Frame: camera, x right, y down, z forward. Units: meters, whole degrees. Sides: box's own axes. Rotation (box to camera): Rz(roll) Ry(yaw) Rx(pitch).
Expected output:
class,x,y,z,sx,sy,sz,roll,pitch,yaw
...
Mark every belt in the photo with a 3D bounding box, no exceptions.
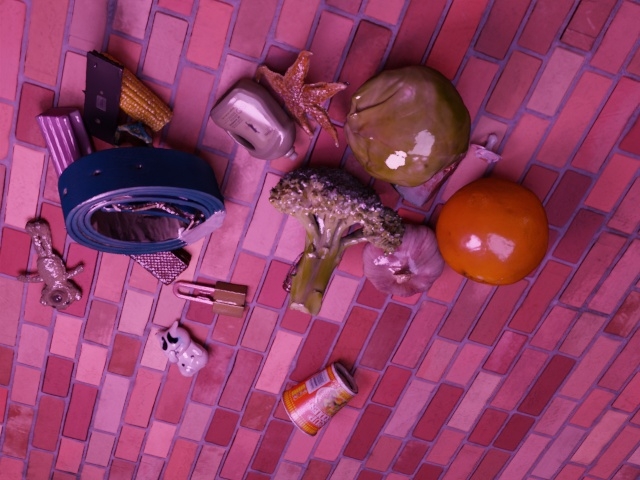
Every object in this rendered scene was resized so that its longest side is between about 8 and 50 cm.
class,x,y,z,sx,sy,sz,roll,pitch,yaw
belt,-0.470,-0.102,1.790,0.437,0.173,0.300,4,142,-34

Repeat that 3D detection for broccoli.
class,x,y,z,sx,sy,sz,roll,pitch,yaw
broccoli,-0.021,-0.026,1.851,0.397,0.275,0.353,-45,66,13

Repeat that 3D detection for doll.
class,x,y,z,sx,sy,sz,roll,pitch,yaw
doll,-0.821,0.081,2.053,0.203,0.091,0.285,12,110,-19
doll,-0.449,0.360,2.185,0.110,0.107,0.180,-36,114,11

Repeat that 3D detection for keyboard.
class,x,y,z,sx,sy,sz,roll,pitch,yaw
keyboard,-0.565,-0.364,1.728,0.106,0.027,0.317,27,146,-6

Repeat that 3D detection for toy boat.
class,x,y,z,sx,sy,sz,roll,pitch,yaw
toy boat,-0.525,-0.220,1.831,0.109,0.099,0.293,24,136,-11

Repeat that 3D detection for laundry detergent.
class,x,y,z,sx,sy,sz,roll,pitch,yaw
laundry detergent,-0.162,-0.305,1.802,0.253,0.091,0.181,41,128,-21

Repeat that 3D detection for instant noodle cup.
class,x,y,z,sx,sy,sz,roll,pitch,yaw
instant noodle cup,0.007,0.518,2.240,0.212,0.193,0.193,-40,112,11

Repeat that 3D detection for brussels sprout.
class,x,y,z,sx,sy,sz,roll,pitch,yaw
brussels sprout,0.228,-0.287,1.716,0.328,0.247,0.327,4,97,33

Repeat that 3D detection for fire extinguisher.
class,x,y,z,sx,sy,sz,roll,pitch,yaw
fire extinguisher,-0.064,0.093,2.062,0.064,0.043,0.158,46,118,24

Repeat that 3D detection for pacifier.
class,x,y,z,sx,sy,sz,roll,pitch,yaw
pacifier,0.466,-0.256,1.841,0.099,0.081,0.078,26,89,-14

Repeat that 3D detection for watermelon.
class,x,y,z,sx,sy,sz,roll,pitch,yaw
watermelon,0.319,-0.197,1.873,0.154,0.094,0.241,37,112,-26

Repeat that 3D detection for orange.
class,x,y,z,sx,sy,sz,roll,pitch,yaw
orange,0.473,-0.024,1.842,0.313,0.312,0.311,0,120,1

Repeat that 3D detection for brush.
class,x,y,z,sx,sy,sz,roll,pitch,yaw
brush,-0.353,0.177,2.113,0.234,0.047,0.103,11,119,-5

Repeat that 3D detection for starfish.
class,x,y,z,sx,sy,sz,roll,pitch,yaw
starfish,-0.037,-0.366,1.707,0.299,0.060,0.302,41,156,-6

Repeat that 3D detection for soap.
class,x,y,z,sx,sy,sz,roll,pitch,yaw
soap,-0.691,-0.260,1.836,0.122,0.065,0.203,9,124,27

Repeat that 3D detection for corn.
class,x,y,z,sx,sy,sz,roll,pitch,yaw
corn,-0.505,-0.387,1.764,0.093,0.093,0.244,-41,111,21

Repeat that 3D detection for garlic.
class,x,y,z,sx,sy,sz,roll,pitch,yaw
garlic,0.241,0.074,1.932,0.245,0.253,0.244,1,111,4

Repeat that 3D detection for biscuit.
class,x,y,z,sx,sy,sz,roll,pitch,yaw
biscuit,-0.561,-0.024,1.987,0.107,0.073,0.388,-40,112,20
